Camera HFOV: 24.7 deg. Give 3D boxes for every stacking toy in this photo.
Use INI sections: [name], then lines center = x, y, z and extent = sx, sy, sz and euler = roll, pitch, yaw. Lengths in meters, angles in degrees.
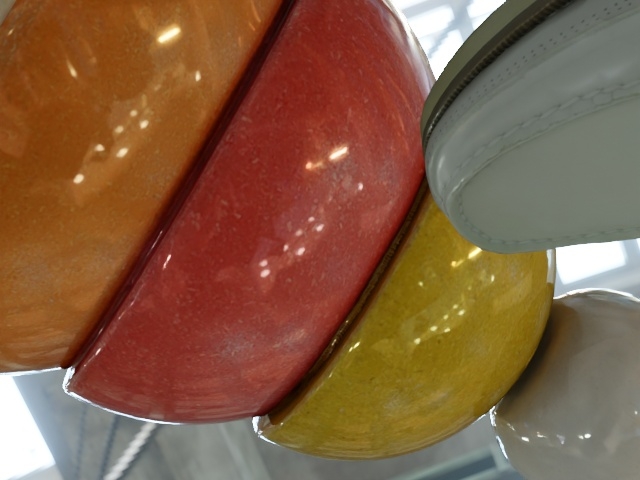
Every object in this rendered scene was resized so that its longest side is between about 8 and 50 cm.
[stacking toy]
center = 0.000, 0.000, 0.774
extent = 0.350, 0.480, 0.350
euler = -56, -168, 18

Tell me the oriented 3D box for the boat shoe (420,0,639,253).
[boat shoe]
center = 0.163, -0.044, 0.411
extent = 0.302, 0.113, 0.103
euler = -20, -123, 29
